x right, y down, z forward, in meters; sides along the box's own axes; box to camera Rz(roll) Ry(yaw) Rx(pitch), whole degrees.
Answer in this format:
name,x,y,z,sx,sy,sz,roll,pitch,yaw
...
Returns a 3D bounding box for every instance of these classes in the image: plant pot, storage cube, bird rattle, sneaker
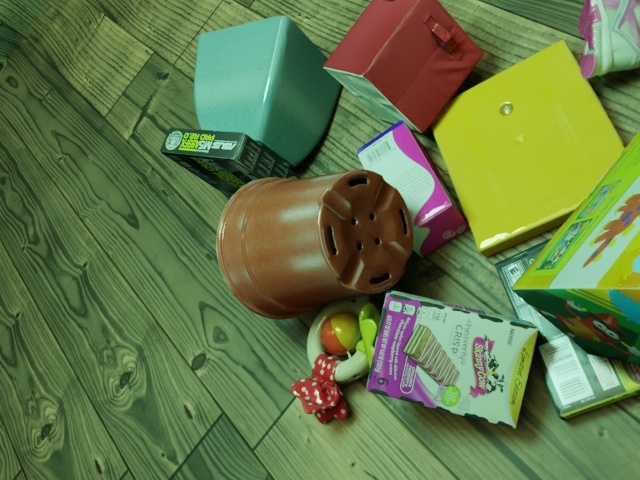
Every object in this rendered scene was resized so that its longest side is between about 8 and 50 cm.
name,x,y,z,sx,sy,sz,roll,pitch,yaw
plant pot,-0.129,-0.294,1.406,0.247,0.247,0.253,1,72,33
storage cube,0.156,-0.350,1.248,0.193,0.183,0.215,-53,31,2
plant pot,0.000,0.000,1.118,0.265,0.272,0.273,-10,62,53
bird rattle,0.048,0.203,1.171,0.253,0.143,0.207,-44,40,25
sneaker,0.518,-0.380,1.120,0.111,0.103,0.253,7,62,10

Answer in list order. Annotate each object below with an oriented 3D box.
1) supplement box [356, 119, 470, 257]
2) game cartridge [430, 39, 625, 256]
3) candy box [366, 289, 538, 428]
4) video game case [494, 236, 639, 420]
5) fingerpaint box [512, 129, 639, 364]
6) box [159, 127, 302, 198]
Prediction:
name,x,y,z,sx,sy,sz,roll,pitch,yaw
supplement box,0.171,-0.097,1.202,0.111,0.114,0.220,-33,54,16
game cartridge,0.366,-0.166,1.151,0.285,0.052,0.324,-26,60,21
candy box,0.201,0.180,0.999,0.233,0.071,0.159,12,93,8
video game case,0.434,0.103,0.990,0.248,0.035,0.275,-28,56,20
fingerpaint box,0.489,-0.059,0.774,0.163,0.371,0.445,41,83,0
box,-0.165,-0.142,1.341,0.216,0.270,0.060,12,76,35
